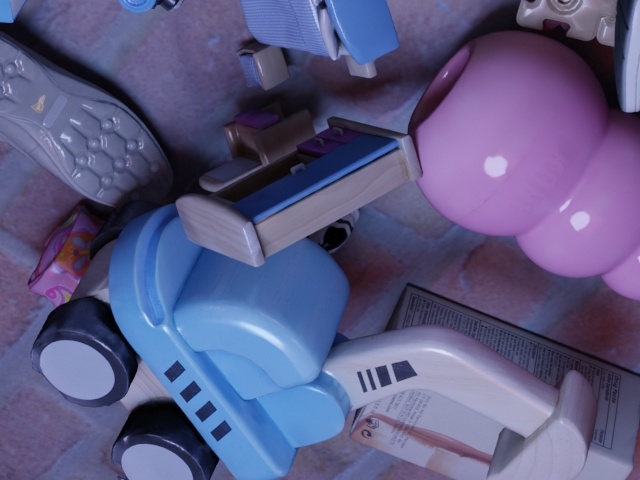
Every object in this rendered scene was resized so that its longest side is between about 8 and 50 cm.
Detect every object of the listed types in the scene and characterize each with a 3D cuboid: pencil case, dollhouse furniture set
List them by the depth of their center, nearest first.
[{"bbox_3d":[-0.082,-0.172,1.755,0.286,0.198,0.303,19,132,56],"label":"dollhouse furniture set"},{"bbox_3d":[-0.193,0.079,2.102,0.284,0.124,0.124,32,129,-13],"label":"pencil case"}]

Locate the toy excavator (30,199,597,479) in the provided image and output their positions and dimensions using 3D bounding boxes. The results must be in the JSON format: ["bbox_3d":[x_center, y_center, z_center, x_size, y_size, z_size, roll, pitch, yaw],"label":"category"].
[{"bbox_3d":[0.000,0.124,1.860,0.445,0.222,0.433,-20,118,32],"label":"toy excavator"}]

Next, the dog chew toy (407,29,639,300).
[{"bbox_3d":[0.250,-0.058,1.811,0.332,0.207,0.206,35,128,-11],"label":"dog chew toy"}]

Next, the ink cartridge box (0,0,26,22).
[{"bbox_3d":[-0.372,-0.286,1.868,0.143,0.092,0.090,5,129,10],"label":"ink cartridge box"}]

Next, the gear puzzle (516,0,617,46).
[{"bbox_3d":[0.367,-0.252,1.741,0.338,0.044,0.175,13,120,0],"label":"gear puzzle"}]

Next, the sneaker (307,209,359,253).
[{"bbox_3d":[0.000,0.000,2.034,0.040,0.044,0.109,32,130,-15],"label":"sneaker"}]

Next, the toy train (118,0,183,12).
[{"bbox_3d":[-0.195,-0.308,1.818,0.184,0.080,0.105,40,118,-15],"label":"toy train"}]

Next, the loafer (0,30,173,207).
[{"bbox_3d":[-0.293,-0.139,1.968,0.319,0.111,0.112,39,86,-29],"label":"loafer"}]

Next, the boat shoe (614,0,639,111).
[{"bbox_3d":[0.336,-0.261,1.649,0.103,0.118,0.320,12,112,0],"label":"boat shoe"}]

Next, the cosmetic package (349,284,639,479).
[{"bbox_3d":[0.199,0.189,2.066,0.296,0.153,0.129,22,131,-2],"label":"cosmetic package"}]
